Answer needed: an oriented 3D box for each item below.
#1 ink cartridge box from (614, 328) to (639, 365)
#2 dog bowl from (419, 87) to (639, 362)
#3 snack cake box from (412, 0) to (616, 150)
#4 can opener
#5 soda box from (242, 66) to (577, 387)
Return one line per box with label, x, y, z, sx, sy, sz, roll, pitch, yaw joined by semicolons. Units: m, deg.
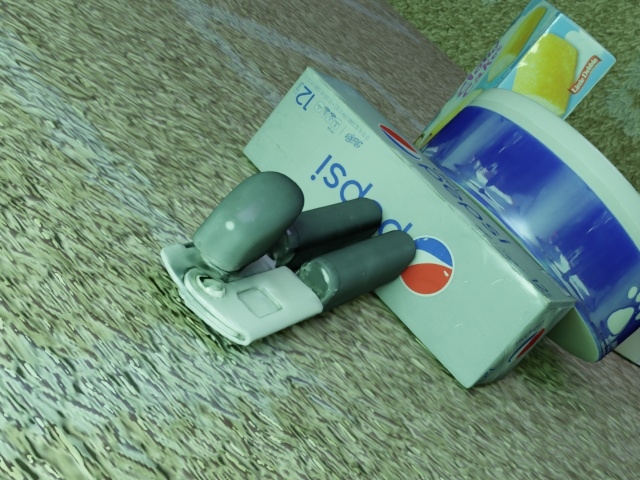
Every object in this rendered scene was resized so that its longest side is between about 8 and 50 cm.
ink cartridge box;0.352;0.081;1.285;0.181;0.061;0.104;30;19;-30
dog bowl;0.207;-0.013;0.993;0.265;0.104;0.265;48;-5;5
snack cake box;0.215;-0.153;1.243;0.089;0.264;0.152;35;17;-13
can opener;0.000;0.000;0.684;0.076;0.095;0.283;45;24;13
soda box;0.069;-0.014;0.866;0.286;0.098;0.091;46;18;21
